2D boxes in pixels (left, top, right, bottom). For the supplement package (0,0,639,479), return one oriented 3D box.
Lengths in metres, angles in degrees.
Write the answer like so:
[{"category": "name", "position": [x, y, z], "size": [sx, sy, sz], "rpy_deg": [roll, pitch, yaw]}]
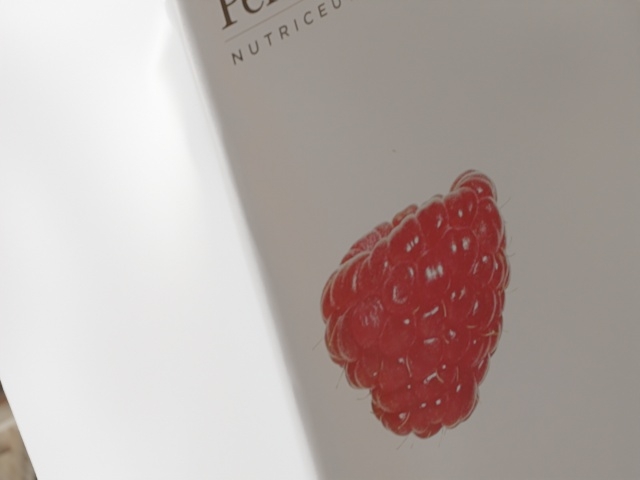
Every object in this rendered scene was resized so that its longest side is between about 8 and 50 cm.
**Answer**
[{"category": "supplement package", "position": [0.000, 0.000, 0.582], "size": [0.177, 0.175, 0.293], "rpy_deg": [-34, -57, -31]}]
